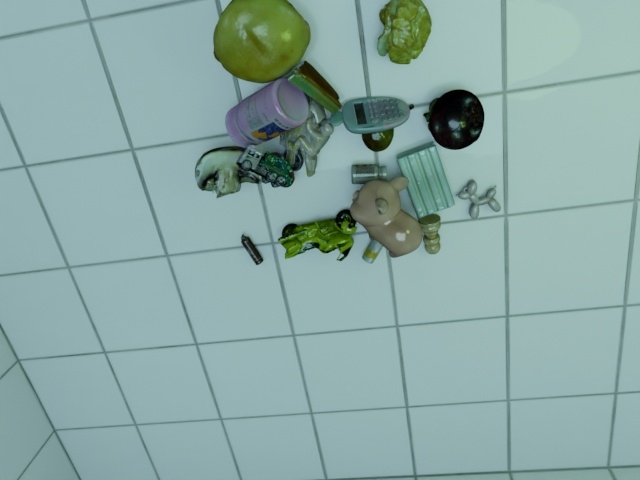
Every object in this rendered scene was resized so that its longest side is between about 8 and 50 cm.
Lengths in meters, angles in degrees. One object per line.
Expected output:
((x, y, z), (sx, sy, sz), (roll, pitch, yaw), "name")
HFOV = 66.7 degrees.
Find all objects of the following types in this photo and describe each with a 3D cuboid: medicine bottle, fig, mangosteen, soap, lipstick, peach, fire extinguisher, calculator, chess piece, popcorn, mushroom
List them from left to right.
((-0.366, -0.286, 1.939), (0.267, 0.164, 0.190), (-20, 107, -8), "mushroom")
((-0.310, 0.035, 2.160), (0.064, 0.043, 0.158), (-2, 123, 54), "fire extinguisher")
((-0.204, -0.701, 1.672), (0.314, 0.281, 0.315), (27, 129, -31), "peach")
((-0.200, -0.461, 1.787), (0.290, 0.178, 0.178), (-15, 116, 42), "medicine bottle")
((0.194, -0.266, 1.952), (0.140, 0.079, 0.079), (0, 115, 6), "medicine bottle")
((0.182, -0.466, 1.808), (0.299, 0.185, 0.041), (-8, 142, 1), "calculator")
((0.261, -0.021, 2.071), (0.059, 0.059, 0.264), (25, 114, -6), "lipstick")
((0.259, -0.444, 1.860), (0.236, 0.124, 0.124), (-45, 105, -2), "fig")
((0.287, -0.723, 1.670), (0.183, 0.204, 0.221), (9, 101, 1), "popcorn")
((0.418, -0.240, 1.938), (0.159, 0.087, 0.265), (-19, 111, 14), "soap")
((0.462, -0.018, 2.039), (0.094, 0.094, 0.170), (-7, 119, 8), "chess piece")
((0.487, -0.436, 1.790), (0.216, 0.216, 0.216), (2, 115, 4), "mangosteen")

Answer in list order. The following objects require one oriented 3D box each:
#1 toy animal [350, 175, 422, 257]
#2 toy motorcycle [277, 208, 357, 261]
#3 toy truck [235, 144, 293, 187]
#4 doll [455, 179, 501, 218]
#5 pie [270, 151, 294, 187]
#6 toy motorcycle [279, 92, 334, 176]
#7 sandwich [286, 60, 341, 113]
((0.260, -0.088, 1.902), (0.326, 0.237, 0.269), (35, 139, 12), "toy animal")
((0.001, 0.000, 2.063), (0.342, 0.142, 0.206), (-13, 75, 11), "toy motorcycle")
((-0.204, -0.285, 1.848), (0.216, 0.110, 0.116), (26, 84, -17), "toy truck")
((0.636, -0.171, 1.966), (0.161, 0.059, 0.160), (-16, 112, 13), "doll")
((-0.160, -0.284, 1.963), (0.154, 0.036, 0.154), (32, 143, 28), "pie")
((-0.053, -0.412, 1.871), (0.223, 0.108, 0.341), (20, 122, 21), "toy motorcycle")
((-0.008, -0.544, 1.750), (0.212, 0.245, 0.063), (43, 115, -14), "sandwich")
